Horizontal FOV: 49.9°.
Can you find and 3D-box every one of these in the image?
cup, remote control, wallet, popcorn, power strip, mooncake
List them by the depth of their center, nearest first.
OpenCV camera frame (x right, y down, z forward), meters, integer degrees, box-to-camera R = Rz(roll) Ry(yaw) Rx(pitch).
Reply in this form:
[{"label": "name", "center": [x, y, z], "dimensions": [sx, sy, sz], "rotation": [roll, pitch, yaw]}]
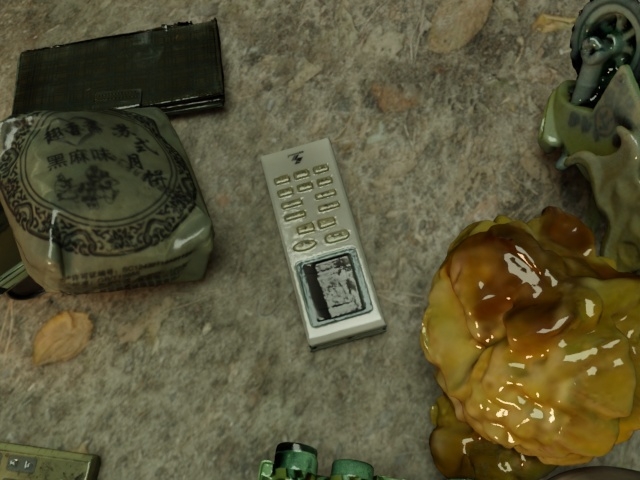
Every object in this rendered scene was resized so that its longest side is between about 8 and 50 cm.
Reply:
[{"label": "popcorn", "center": [0.235, 0.131, 0.756], "dimensions": [0.265, 0.225, 0.332], "rotation": [28, 104, 55]}, {"label": "power strip", "center": [-0.369, 0.299, 0.844], "dimensions": [0.267, 0.034, 0.092], "rotation": [6, 69, 7]}, {"label": "mooncake", "center": [-0.274, -0.056, 0.881], "dimensions": [0.254, 0.136, 0.250], "rotation": [-13, 61, -29]}, {"label": "remote control", "center": [0.000, 0.000, 0.917], "dimensions": [0.102, 0.055, 0.277], "rotation": [-15, 68, 0]}, {"label": "cup", "center": [-0.411, 0.032, 0.927], "dimensions": [0.100, 0.078, 0.077], "rotation": [-26, 63, -25]}, {"label": "wallet", "center": [-0.304, -0.247, 1.044], "dimensions": [0.317, 0.044, 0.169], "rotation": [-10, 60, -1]}]

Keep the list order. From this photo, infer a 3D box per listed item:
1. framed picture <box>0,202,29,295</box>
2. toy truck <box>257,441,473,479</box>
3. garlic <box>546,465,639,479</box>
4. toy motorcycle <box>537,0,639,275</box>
[{"label": "framed picture", "center": [-0.405, -0.051, 0.941], "dimensions": [0.197, 0.014, 0.252], "rotation": [32, 50, 16]}, {"label": "toy truck", "center": [0.057, 0.315, 0.752], "dimensions": [0.259, 0.135, 0.128], "rotation": [7, 59, 4]}, {"label": "garlic", "center": [0.284, 0.401, 0.695], "dimensions": [0.245, 0.231, 0.340], "rotation": [17, 85, -34]}, {"label": "toy motorcycle", "center": [0.393, -0.087, 0.824], "dimensions": [0.168, 0.237, 0.410], "rotation": [-14, 69, -16]}]
